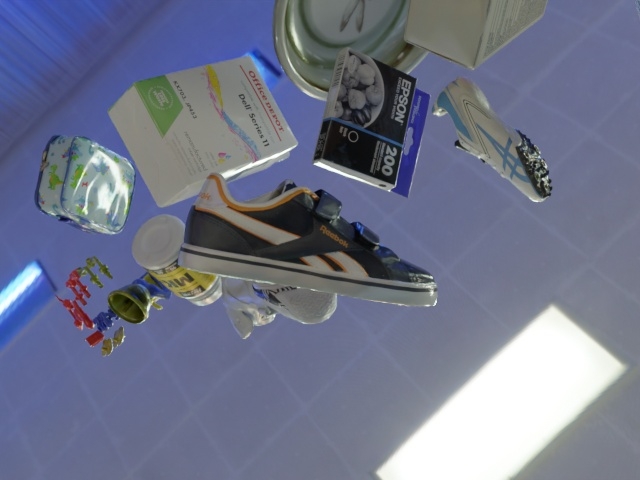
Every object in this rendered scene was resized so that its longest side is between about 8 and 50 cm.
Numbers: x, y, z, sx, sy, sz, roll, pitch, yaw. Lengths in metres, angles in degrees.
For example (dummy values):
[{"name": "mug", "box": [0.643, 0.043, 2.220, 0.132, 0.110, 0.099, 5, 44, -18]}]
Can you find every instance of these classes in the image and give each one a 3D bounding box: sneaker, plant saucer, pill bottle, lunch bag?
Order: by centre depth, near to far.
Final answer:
[{"name": "sneaker", "box": [0.000, 0.000, 0.960, 0.126, 0.321, 0.127, -176, -83, -74]}, {"name": "sneaker", "box": [0.264, -0.146, 1.230, 0.086, 0.085, 0.237, -48, -112, 31]}, {"name": "plant saucer", "box": [0.072, -0.450, 1.476, 0.400, 0.400, 0.100, -42, -127, 3]}, {"name": "sneaker", "box": [-0.084, 0.100, 1.504, 0.137, 0.210, 0.366, -25, -143, -25]}, {"name": "pill bottle", "box": [-0.279, 0.046, 1.624, 0.119, 0.208, 0.119, -11, -122, 18]}, {"name": "lunch bag", "box": [-0.481, -0.109, 1.642, 0.090, 0.219, 0.176, 2, -103, 24]}]

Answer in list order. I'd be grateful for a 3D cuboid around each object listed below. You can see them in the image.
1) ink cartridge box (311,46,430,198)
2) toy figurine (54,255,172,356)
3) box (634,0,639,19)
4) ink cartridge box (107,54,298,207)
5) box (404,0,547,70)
[{"name": "ink cartridge box", "box": [0.102, -0.200, 1.394, 0.045, 0.208, 0.206, -5, -110, 61]}, {"name": "toy figurine", "box": [-0.427, 0.098, 1.817, 0.217, 0.191, 0.362, -38, -179, -36]}, {"name": "box", "box": [0.628, -0.437, 1.335, 0.184, 0.190, 0.045, -15, -93, 17]}, {"name": "ink cartridge box", "box": [-0.187, -0.219, 1.502, 0.119, 0.353, 0.207, -30, -92, 46]}, {"name": "box", "box": [0.244, -0.378, 1.188, 0.127, 0.149, 0.232, 30, -133, 24]}]
